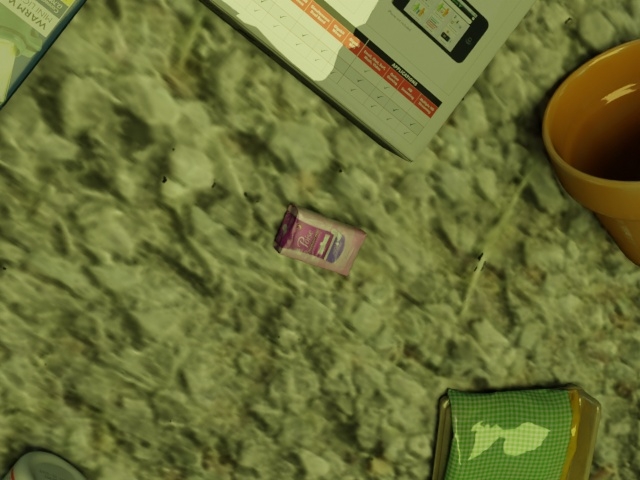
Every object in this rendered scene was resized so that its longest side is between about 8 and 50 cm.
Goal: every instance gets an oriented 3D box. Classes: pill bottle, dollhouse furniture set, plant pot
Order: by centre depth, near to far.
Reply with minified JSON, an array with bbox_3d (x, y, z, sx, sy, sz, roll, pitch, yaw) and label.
[{"bbox_3d":[-0.301,0.292,0.746,0.087,0.087,0.160,38,95,-24],"label":"pill bottle"},{"bbox_3d":[0.350,-0.071,0.776,0.205,0.205,0.188,-38,130,-2],"label":"plant pot"},{"bbox_3d":[0.242,0.334,0.891,0.197,0.151,0.302,-2,108,-16],"label":"dollhouse furniture set"}]

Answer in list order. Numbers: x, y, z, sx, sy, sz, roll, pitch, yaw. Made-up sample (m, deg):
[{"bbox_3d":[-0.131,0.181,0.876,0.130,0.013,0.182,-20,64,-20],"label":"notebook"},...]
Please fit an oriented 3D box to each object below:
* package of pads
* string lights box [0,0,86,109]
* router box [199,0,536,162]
[{"bbox_3d":[0.000,0.000,0.769,0.083,0.032,0.050,19,99,-22],"label":"package of pads"},{"bbox_3d":[-0.284,-0.174,0.598,0.133,0.077,0.260,37,95,-26],"label":"string lights box"},{"bbox_3d":[0.041,-0.284,0.657,0.335,0.082,0.301,35,95,-24],"label":"router box"}]
